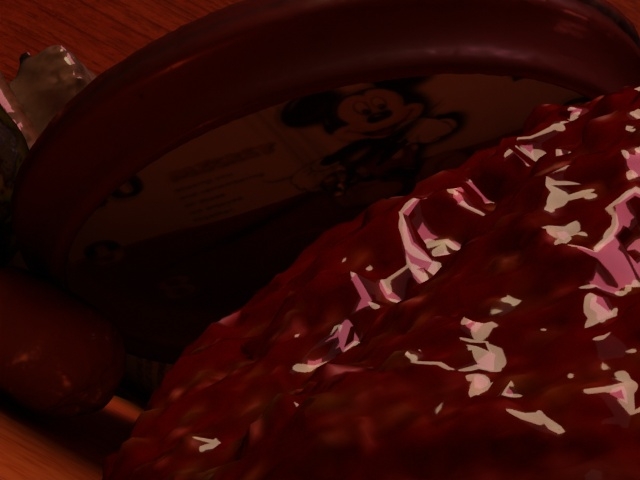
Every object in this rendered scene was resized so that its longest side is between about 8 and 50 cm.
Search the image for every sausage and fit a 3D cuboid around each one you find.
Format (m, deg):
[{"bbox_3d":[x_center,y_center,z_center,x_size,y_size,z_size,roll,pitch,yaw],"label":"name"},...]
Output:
[{"bbox_3d":[-0.132,0.050,0.911,0.094,0.054,0.059,25,-24,36],"label":"sausage"}]

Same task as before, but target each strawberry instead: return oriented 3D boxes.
[{"bbox_3d":[0.071,0.073,0.459,0.288,0.250,0.238,-4,28,-36],"label":"strawberry"}]

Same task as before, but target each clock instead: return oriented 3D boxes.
[{"bbox_3d":[0.008,-0.035,0.960,0.318,0.318,0.080,28,43,-53],"label":"clock"}]

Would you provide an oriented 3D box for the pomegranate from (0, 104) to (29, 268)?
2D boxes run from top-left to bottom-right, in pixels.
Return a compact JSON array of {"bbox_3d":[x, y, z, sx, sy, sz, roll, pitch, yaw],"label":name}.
[{"bbox_3d":[-0.199,-0.025,0.965,0.138,0.125,0.163,44,-8,-36],"label":"pomegranate"}]

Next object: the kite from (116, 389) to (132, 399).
[{"bbox_3d":[-0.142,0.073,1.141,0.078,0.002,0.044,29,1,24],"label":"kite"}]

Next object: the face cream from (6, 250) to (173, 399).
[{"bbox_3d":[-0.083,0.050,1.155,0.314,0.089,0.143,31,-38,24],"label":"face cream"}]

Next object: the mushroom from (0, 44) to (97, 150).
[{"bbox_3d":[-0.176,-0.020,1.327,0.151,0.156,0.286,52,6,37],"label":"mushroom"}]
